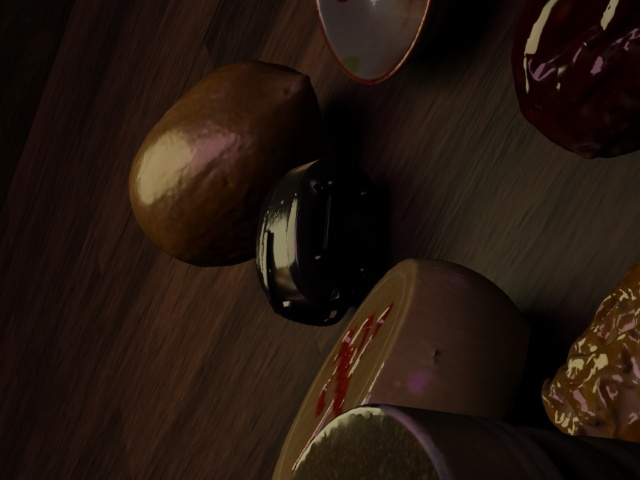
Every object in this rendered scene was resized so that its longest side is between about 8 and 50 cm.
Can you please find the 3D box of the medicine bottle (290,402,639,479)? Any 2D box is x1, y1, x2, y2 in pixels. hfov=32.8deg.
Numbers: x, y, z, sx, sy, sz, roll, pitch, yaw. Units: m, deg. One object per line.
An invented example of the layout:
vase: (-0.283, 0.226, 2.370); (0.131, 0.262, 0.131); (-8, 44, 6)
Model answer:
medicine bottle: (0.150, 0.164, 0.459); (0.151, 0.323, 0.151); (-37, 47, 53)

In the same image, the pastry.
pastry: (0.222, 0.064, 0.612); (0.250, 0.102, 0.154); (-59, 28, 28)

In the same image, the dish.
dish: (0.080, -0.282, 1.049); (0.260, 0.085, 0.260); (175, 90, -65)

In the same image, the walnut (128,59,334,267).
walnut: (-0.090, -0.082, 1.202); (0.298, 0.203, 0.203); (-42, 43, 45)

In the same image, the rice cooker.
rice cooker: (0.000, 0.000, 1.075); (0.106, 0.112, 0.165); (-25, 57, 51)

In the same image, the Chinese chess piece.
Chinese chess piece: (0.054, 0.131, 0.825); (0.250, 0.097, 0.251); (-59, 5, 9)

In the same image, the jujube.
jujube: (0.210, -0.158, 0.685); (0.230, 0.155, 0.155); (-56, 33, 40)
